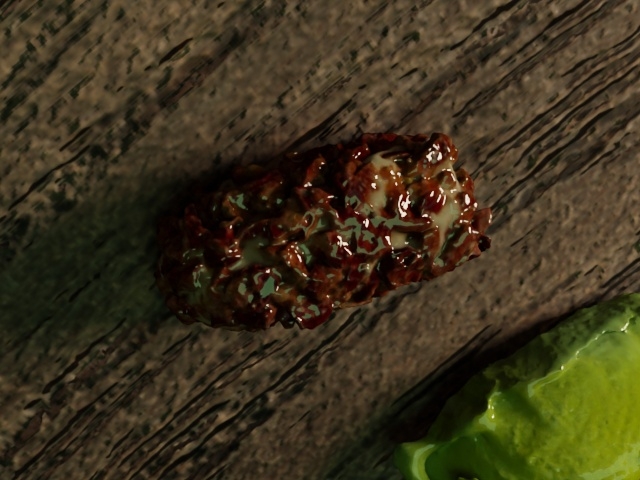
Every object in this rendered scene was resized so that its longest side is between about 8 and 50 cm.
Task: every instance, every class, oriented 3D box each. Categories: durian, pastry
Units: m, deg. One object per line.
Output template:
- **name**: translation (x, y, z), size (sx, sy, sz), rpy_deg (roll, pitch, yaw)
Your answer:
- **durian**: translation (0.183, 0.130, 0.946), size (0.250, 0.101, 0.139), rpy_deg (-35, 86, -1)
- **pastry**: translation (0.000, -0.002, 0.814), size (0.208, 0.097, 0.115), rpy_deg (-16, 109, -10)
